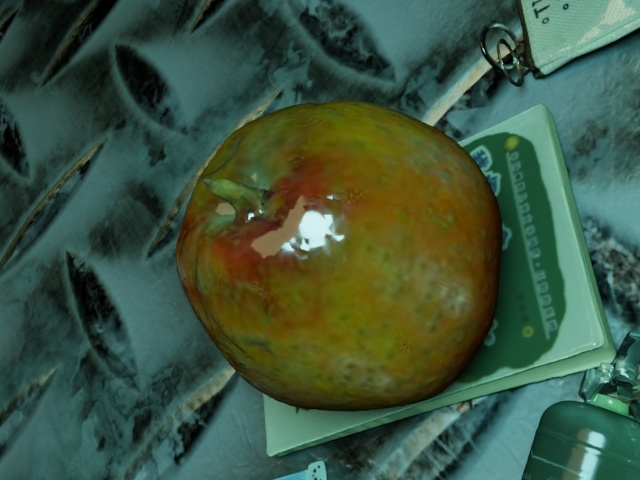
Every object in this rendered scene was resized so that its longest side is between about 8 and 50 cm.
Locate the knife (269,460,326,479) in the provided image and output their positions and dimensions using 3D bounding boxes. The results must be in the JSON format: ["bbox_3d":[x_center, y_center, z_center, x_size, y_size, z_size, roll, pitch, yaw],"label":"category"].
[{"bbox_3d":[-0.033,0.248,0.892,0.096,0.010,0.027,-25,56,29],"label":"knife"}]

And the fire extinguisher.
[{"bbox_3d":[0.189,0.222,0.656,0.095,0.114,0.311,17,80,17],"label":"fire extinguisher"}]

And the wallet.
[{"bbox_3d":[0.283,-0.329,0.855,0.274,0.068,0.336,-18,58,35],"label":"wallet"}]

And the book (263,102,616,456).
[{"bbox_3d":[0.083,0.047,0.867,0.370,0.043,0.260,-25,56,29],"label":"book"}]

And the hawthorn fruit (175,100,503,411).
[{"bbox_3d":[0.000,0.000,0.728,0.276,0.298,0.277,-16,62,33],"label":"hawthorn fruit"}]
